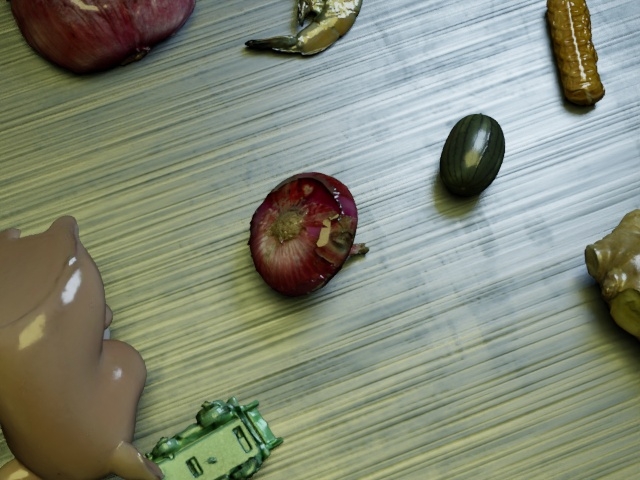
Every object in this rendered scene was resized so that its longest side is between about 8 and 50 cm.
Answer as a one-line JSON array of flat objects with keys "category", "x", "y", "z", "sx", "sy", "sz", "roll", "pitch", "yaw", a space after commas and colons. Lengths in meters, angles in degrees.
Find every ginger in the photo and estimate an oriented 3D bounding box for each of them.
[{"category": "ginger", "x": 0.407, "y": 0.066, "z": 1.636, "sx": 0.157, "sy": 0.102, "sz": 0.216, "roll": -27, "pitch": 69, "yaw": -38}]

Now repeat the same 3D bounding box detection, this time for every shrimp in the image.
[{"category": "shrimp", "x": -0.055, "y": -0.310, "z": 1.754, "sx": 0.217, "sy": 0.051, "sz": 0.150, "roll": 11, "pitch": 80, "yaw": -4}]

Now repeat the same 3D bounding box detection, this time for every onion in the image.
[{"category": "onion", "x": 0.000, "y": 0.000, "z": 1.640, "sx": 0.150, "sy": 0.140, "sz": 0.150, "roll": -17, "pitch": 63, "yaw": 37}, {"category": "onion", "x": -0.292, "y": -0.355, "z": 1.716, "sx": 0.227, "sy": 0.120, "sz": 0.283, "roll": -33, "pitch": 77, "yaw": -17}]

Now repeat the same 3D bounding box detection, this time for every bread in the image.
[{"category": "bread", "x": 0.321, "y": -0.244, "z": 1.755, "sx": 0.052, "sy": 0.044, "sz": 0.157, "roll": -6, "pitch": 74, "yaw": -11}]

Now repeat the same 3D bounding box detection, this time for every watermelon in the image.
[{"category": "watermelon", "x": 0.185, "y": -0.105, "z": 1.687, "sx": 0.078, "sy": 0.078, "sz": 0.110, "roll": 21, "pitch": 71, "yaw": 3}]

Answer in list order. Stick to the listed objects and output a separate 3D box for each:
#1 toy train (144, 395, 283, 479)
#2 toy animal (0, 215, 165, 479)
[{"category": "toy train", "x": -0.120, "y": 0.240, "z": 1.567, "sx": 0.149, "sy": 0.081, "sz": 0.099, "roll": -34, "pitch": 78, "yaw": -7}, {"category": "toy animal", "x": -0.295, "y": 0.136, "z": 1.526, "sx": 0.195, "sy": 0.256, "sz": 0.213, "roll": -16, "pitch": 30, "yaw": 17}]
